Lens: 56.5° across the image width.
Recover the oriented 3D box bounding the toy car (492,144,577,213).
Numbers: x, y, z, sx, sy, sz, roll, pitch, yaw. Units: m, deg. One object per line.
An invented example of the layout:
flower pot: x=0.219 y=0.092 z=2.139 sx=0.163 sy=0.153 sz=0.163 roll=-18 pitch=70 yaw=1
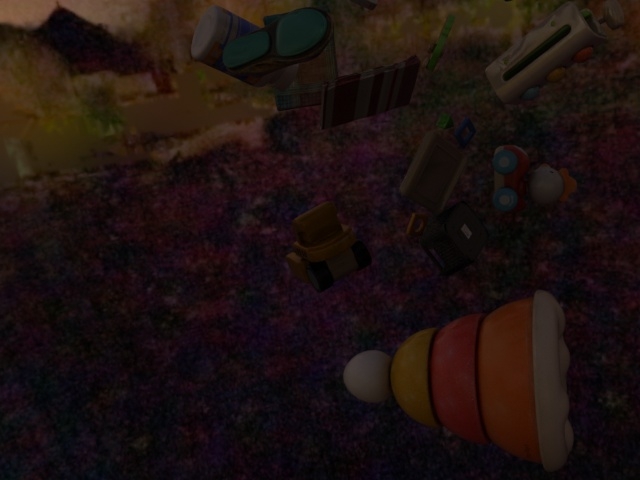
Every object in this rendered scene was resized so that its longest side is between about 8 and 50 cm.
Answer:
toy car: x=0.647 y=-0.187 z=1.804 sx=0.237 sy=0.211 sz=0.219 roll=0 pitch=7 yaw=18

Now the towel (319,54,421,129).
towel: x=0.154 y=-0.474 z=1.934 sx=0.328 sy=0.037 sz=0.237 roll=-18 pitch=-21 yaw=-10

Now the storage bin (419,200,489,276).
storage bin: x=0.342 y=-0.007 z=1.514 sx=0.084 sy=0.122 sz=0.180 roll=-35 pitch=6 yaw=39

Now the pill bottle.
pill bottle: x=-0.199 y=-0.511 z=1.627 sx=0.271 sy=0.152 sz=0.152 roll=18 pitch=2 yaw=-32

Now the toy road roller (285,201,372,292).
toy road roller: x=0.000 y=0.000 z=1.928 sx=0.202 sy=0.241 sz=0.329 roll=-28 pitch=16 yaw=-15

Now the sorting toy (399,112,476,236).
sorting toy: x=0.295 y=-0.179 z=1.591 sx=0.196 sy=0.348 sz=0.047 roll=21 pitch=6 yaw=-46

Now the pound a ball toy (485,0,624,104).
pound a ball toy: x=0.628 y=-0.486 z=1.559 sx=0.208 sy=0.136 sz=0.319 roll=-11 pitch=-19 yaw=-46

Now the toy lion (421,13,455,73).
toy lion: x=0.240 y=-0.396 z=1.185 sx=0.034 sy=0.096 sz=0.100 roll=23 pitch=52 yaw=0

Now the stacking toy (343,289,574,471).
stacking toy: x=0.270 y=0.284 z=1.261 sx=0.479 sy=0.351 sz=0.350 roll=-4 pitch=19 yaw=23

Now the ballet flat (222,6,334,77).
ballet flat: x=-0.080 y=-0.454 z=1.392 sx=0.348 sy=0.123 sz=0.123 roll=-3 pitch=18 yaw=40

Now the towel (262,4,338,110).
towel: x=-0.071 y=-0.710 z=2.328 sx=0.271 sy=0.371 sz=0.040 roll=-6 pitch=8 yaw=13

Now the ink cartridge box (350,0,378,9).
ink cartridge box: x=0.089 y=-0.750 z=1.680 sx=0.179 sy=0.146 sz=0.045 roll=17 pitch=-12 yaw=-12
